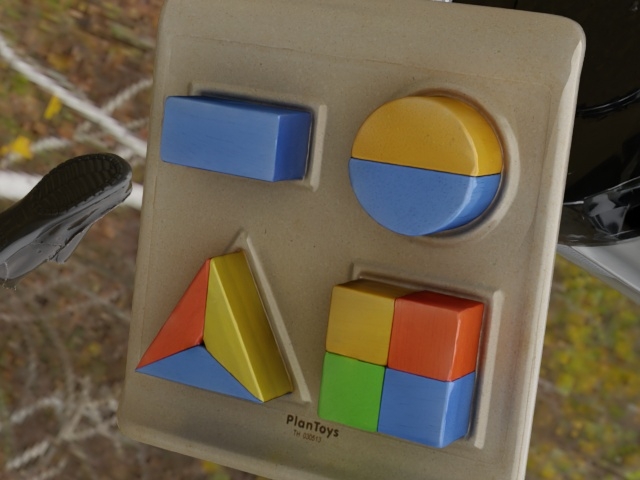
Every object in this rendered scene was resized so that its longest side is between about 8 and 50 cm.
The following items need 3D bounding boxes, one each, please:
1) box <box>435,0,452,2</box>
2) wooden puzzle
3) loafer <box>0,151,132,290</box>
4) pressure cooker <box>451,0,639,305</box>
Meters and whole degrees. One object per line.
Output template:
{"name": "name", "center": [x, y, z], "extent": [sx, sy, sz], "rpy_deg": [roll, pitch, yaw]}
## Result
{"name": "box", "center": [0.076, -0.262, 1.492], "extent": [0.318, 0.097, 0.395], "rpy_deg": [-38, 140, -59]}
{"name": "wooden puzzle", "center": [0.000, 0.000, 1.074], "extent": [0.080, 0.322, 0.348], "rpy_deg": [-2, 102, -63]}
{"name": "loafer", "center": [-0.298, -0.020, 1.759], "extent": [0.220, 0.080, 0.078], "rpy_deg": [-31, 137, 8]}
{"name": "pressure cooker", "center": [0.343, -0.102, 1.263], "extent": [0.420, 0.375, 0.370], "rpy_deg": [29, 40, -39]}
